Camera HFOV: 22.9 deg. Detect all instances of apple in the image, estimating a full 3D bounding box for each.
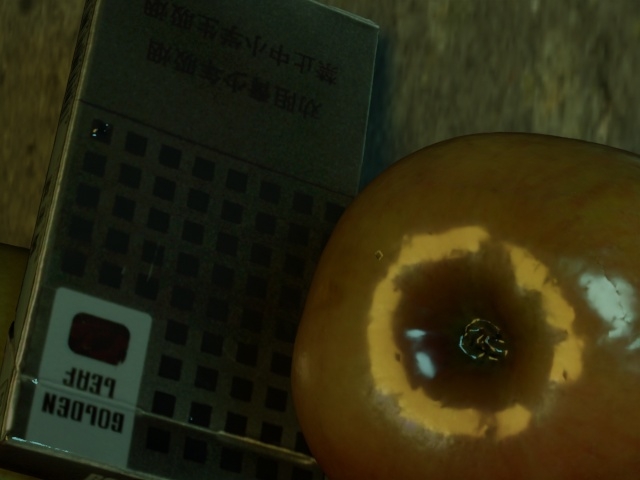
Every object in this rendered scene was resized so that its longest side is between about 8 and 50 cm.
[{"bbox_3d":[0.112,0.062,0.792,0.242,0.241,0.242,-6,78,29],"label":"apple"}]

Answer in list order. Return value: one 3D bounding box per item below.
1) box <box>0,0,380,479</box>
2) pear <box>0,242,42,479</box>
[{"bbox_3d":[-0.067,-0.010,0.886,0.047,0.180,0.325,-37,40,55],"label":"box"},{"bbox_3d":[-0.235,0.140,0.941,0.304,0.304,0.304,-4,82,29],"label":"pear"}]
